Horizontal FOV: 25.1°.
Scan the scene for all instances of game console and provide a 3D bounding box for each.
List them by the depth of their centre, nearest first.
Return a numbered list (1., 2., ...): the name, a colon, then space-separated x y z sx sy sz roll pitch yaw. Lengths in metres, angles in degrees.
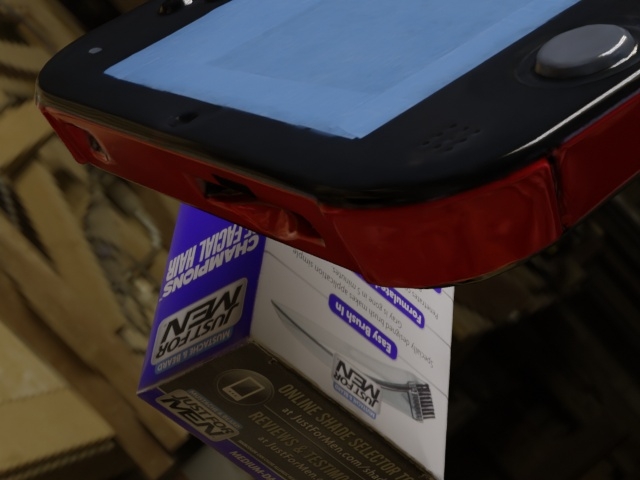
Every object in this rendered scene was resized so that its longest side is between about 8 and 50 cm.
1. game console: 0.062 -0.120 0.715 0.386 0.342 0.060 22 -37 53

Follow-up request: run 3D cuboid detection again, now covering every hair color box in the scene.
1. hair color box: 0.000 0.000 0.987 0.185 0.110 0.339 41 38 -31
